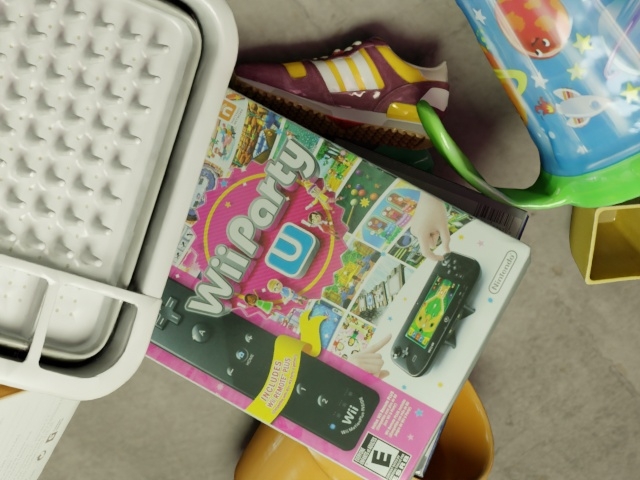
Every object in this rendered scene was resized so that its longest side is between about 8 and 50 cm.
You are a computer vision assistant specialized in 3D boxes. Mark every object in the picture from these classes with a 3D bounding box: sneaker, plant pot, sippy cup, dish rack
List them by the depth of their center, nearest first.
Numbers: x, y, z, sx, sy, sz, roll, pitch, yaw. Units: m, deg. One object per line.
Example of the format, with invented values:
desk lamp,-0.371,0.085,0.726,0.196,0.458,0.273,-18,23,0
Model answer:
dish rack,-0.228,-0.068,1.141,0.285,0.072,0.333,19,89,-31
sippy cup,0.226,-0.184,1.252,0.224,0.240,0.305,50,56,-17
sneaker,0.017,-0.135,1.311,0.185,0.069,0.084,14,77,-8
plant pot,0.024,0.196,1.438,0.205,0.205,0.188,25,126,-28
plant pot,0.272,-0.018,1.440,0.081,0.083,0.081,-5,121,-13

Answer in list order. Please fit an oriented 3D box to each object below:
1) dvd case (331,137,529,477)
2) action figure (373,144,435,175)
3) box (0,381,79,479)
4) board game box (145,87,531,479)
dvd case,0.048,0.054,1.303,0.179,0.029,0.238,22,84,9
action figure,0.000,0.000,1.377,0.232,0.063,0.137,-29,122,-6
box,-0.367,0.124,1.147,0.168,0.215,0.345,-59,162,20
board game box,-0.016,0.037,1.248,0.303,0.097,0.224,28,87,10
